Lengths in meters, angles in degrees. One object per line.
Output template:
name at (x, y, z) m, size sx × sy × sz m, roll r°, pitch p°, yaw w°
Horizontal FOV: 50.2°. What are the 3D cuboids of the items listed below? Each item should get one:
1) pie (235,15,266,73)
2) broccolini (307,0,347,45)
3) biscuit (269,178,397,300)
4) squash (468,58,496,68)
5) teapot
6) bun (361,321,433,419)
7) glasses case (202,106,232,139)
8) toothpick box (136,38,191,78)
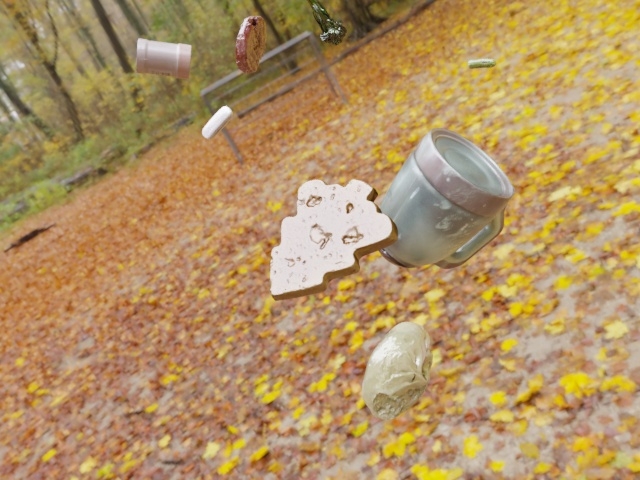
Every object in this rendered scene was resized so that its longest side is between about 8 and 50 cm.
pie at (-0.174, -0.497, 1.728) m, size 0.036 × 0.154 × 0.154 m, roll 14°, pitch 31°, yaw 13°
broccolini at (-0.028, -0.400, 1.070) m, size 0.044 × 0.218 × 0.042 m, roll -13°, pitch 32°, yaw 45°
biscuit at (0.001, 0.001, 1.381) m, size 0.301 × 0.043 × 0.278 m, roll -48°, pitch 49°, yaw -5°
squash at (0.457, -0.499, 1.927) m, size 0.083 × 0.027 × 0.027 m, roll 10°, pitch 41°, yaw 47°
teapot at (0.284, -0.057, 1.575) m, size 0.312 × 0.315 × 0.233 m, roll -52°, pitch 33°, yaw 32°
bun at (0.188, 0.305, 1.574) m, size 0.116 × 0.210 × 0.237 m, roll 18°, pitch 85°, yaw 31°
glasses case at (-0.224, -0.255, 1.486) m, size 0.083 × 0.032 × 0.021 m, roll -47°, pitch -27°, yaw 9°
toothpick box at (-0.449, -0.521, 1.960) m, size 0.149 × 0.098 × 0.098 m, roll 4°, pitch 11°, yaw -14°
